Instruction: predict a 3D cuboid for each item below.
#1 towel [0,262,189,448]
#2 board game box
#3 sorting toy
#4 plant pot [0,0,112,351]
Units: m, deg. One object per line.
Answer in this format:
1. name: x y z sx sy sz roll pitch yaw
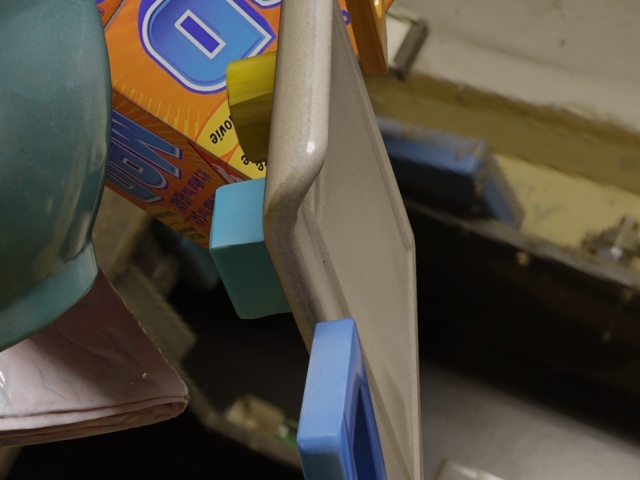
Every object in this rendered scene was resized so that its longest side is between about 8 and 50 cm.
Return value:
1. towel: -0.301 0.035 1.301 0.332 0.053 0.317 52 26 22
2. board game box: -0.133 -0.254 1.361 0.356 0.356 0.356 34 -13 -6
3. sorting toy: 0.000 0.000 0.516 0.047 0.347 0.196 -8 -51 9
4. plant pot: -0.238 -0.035 0.835 0.293 0.293 0.196 4 -62 53
